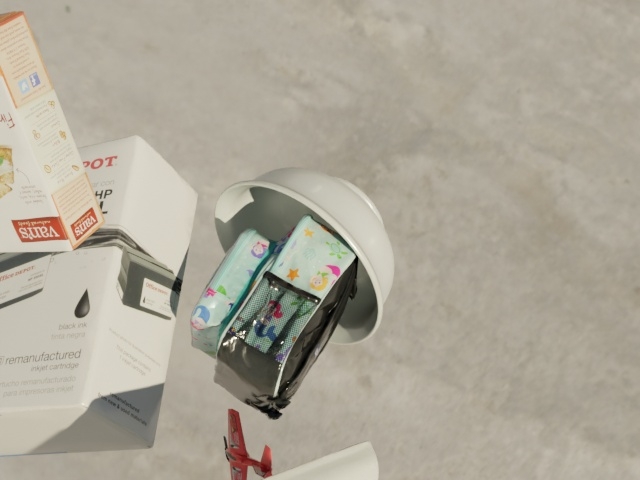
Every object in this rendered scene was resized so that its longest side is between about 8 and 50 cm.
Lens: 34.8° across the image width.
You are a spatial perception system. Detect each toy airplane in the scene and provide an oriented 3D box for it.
[{"bbox_3d":[-0.105,0.317,1.480,0.028,0.151,0.151,-7,58,-29],"label":"toy airplane"}]

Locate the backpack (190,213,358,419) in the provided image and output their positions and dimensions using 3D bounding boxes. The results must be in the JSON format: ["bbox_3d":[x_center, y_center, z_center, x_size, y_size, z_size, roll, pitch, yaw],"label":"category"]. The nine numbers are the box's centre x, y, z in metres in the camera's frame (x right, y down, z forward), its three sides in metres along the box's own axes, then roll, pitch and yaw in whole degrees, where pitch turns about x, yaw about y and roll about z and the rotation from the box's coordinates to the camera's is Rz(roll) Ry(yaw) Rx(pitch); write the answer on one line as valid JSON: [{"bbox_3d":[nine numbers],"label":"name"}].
[{"bbox_3d":[-0.057,0.088,1.398,0.191,0.225,0.253,35,71,7],"label":"backpack"}]

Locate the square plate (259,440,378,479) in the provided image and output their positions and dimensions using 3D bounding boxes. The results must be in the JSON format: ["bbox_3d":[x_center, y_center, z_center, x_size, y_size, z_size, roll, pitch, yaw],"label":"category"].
[{"bbox_3d":[-0.040,0.403,1.050,0.049,0.343,0.347,13,7,29],"label":"square plate"}]

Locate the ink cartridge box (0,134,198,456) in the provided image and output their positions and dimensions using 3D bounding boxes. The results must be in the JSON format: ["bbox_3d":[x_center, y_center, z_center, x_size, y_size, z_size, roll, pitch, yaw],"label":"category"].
[{"bbox_3d":[-0.352,0.077,1.394,0.286,0.166,0.394,-8,57,23],"label":"ink cartridge box"}]

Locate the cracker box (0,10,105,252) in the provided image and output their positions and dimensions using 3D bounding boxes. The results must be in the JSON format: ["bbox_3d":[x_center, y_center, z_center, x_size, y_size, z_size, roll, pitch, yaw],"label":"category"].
[{"bbox_3d":[-0.329,-0.100,1.021,0.156,0.232,0.067,-2,29,28],"label":"cracker box"}]

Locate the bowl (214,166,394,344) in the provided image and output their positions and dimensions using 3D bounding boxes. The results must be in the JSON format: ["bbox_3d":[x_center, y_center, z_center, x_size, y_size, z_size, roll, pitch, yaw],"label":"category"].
[{"bbox_3d":[0.000,0.000,1.485,0.298,0.298,0.134,38,57,11],"label":"bowl"}]
